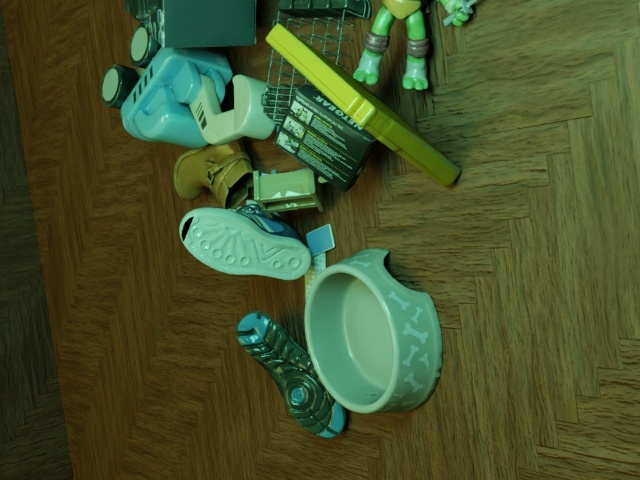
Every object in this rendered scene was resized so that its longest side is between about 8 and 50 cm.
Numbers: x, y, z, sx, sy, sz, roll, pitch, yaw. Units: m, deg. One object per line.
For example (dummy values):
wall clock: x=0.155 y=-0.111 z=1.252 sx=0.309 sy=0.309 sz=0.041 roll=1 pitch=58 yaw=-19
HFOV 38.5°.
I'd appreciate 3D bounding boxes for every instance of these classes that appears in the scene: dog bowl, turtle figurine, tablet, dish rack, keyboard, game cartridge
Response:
dog bowl: x=0.093 y=0.193 z=1.872 sx=0.348 sy=0.102 sz=0.349 roll=16 pitch=110 yaw=51
turtle figurine: x=0.146 y=-0.388 z=1.576 sx=0.274 sy=0.197 sz=0.266 roll=42 pitch=134 yaw=46
tablet: x=0.000 y=0.000 z=2.024 sx=0.083 sy=0.006 sz=0.054 roll=-24 pitch=74 yaw=47
dish rack: x=-0.018 y=-0.360 z=1.834 sx=0.208 sy=0.074 sz=0.272 roll=12 pitch=93 yaw=42
keyboard: x=-0.008 y=0.145 z=2.075 sx=0.072 sy=0.014 sz=0.256 roll=12 pitch=108 yaw=53
game cartridge: x=0.077 y=-0.234 z=1.617 sx=0.053 sy=0.323 sz=0.285 roll=-51 pitch=52 yaw=12

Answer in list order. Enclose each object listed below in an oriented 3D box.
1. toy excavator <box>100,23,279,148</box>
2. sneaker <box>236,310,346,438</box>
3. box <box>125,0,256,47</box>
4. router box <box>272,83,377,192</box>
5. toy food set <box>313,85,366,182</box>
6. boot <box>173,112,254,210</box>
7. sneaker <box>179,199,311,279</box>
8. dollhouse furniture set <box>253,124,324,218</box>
toy excavator: x=-0.284 y=-0.313 z=2.112 sx=0.433 sy=0.222 sz=0.445 roll=-45 pitch=53 yaw=35
sneaker: x=-0.052 y=0.302 z=2.107 sx=0.341 sy=0.125 sz=0.139 roll=52 pitch=-178 yaw=15
box: x=-0.297 y=-0.618 z=2.038 sx=0.395 sy=0.211 sz=0.294 roll=-133 pitch=42 yaw=-55
router box: x=0.009 y=-0.195 z=1.758 sx=0.179 sy=0.046 sz=0.133 roll=36 pitch=129 yaw=10
toy food set: x=0.041 y=-0.218 z=1.861 sx=0.128 sy=0.071 sz=0.218 roll=-21 pitch=73 yaw=34
boot: x=-0.257 y=-0.148 z=2.276 sx=0.283 sy=0.109 sz=0.220 roll=-53 pitch=52 yaw=31
sneaker: x=-0.189 y=-0.022 z=2.028 sx=0.130 sy=0.322 sz=0.236 roll=-65 pitch=31 yaw=13
dollhouse furniture set: x=-0.068 y=-0.158 z=1.964 sx=0.129 sy=0.129 sz=0.184 roll=61 pitch=-156 yaw=-70
